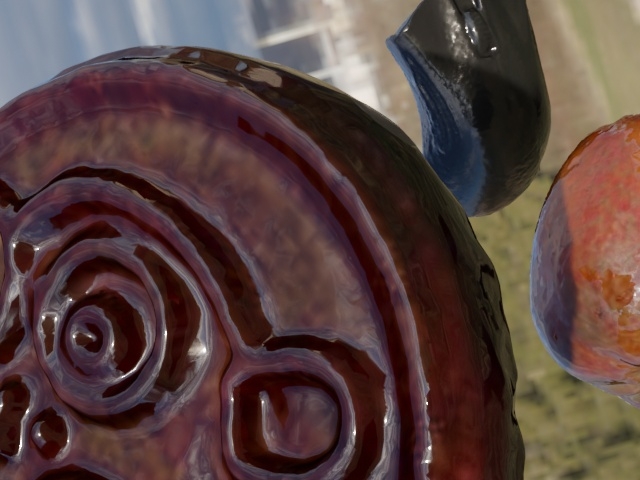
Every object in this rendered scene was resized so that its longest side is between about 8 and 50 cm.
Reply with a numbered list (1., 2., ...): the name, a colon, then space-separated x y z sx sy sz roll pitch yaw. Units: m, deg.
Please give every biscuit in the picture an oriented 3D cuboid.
1. biscuit: -0.088 0.102 0.925 0.091 0.407 0.407 10 -121 -54

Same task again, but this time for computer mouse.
1. computer mouse: 0.156 -0.135 1.757 0.088 0.147 0.264 32 147 59

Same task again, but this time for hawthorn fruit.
1. hawthorn fruit: 0.269 -0.003 1.500 0.210 0.211 0.262 74 -164 -56
